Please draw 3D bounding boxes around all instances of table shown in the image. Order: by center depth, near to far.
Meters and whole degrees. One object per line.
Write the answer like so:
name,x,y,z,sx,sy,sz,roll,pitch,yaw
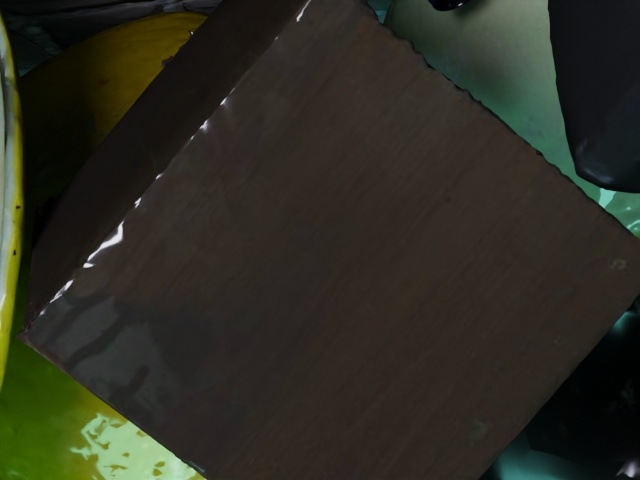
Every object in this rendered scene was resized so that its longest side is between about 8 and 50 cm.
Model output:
table,0.000,0.000,0.730,0.172,0.169,0.193,39,-174,-15

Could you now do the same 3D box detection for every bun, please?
bun,0.177,-0.064,0.916,0.283,0.179,0.283,-8,172,-1

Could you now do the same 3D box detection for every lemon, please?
lemon,-0.082,0.015,0.952,0.284,0.260,0.260,-51,-165,-28

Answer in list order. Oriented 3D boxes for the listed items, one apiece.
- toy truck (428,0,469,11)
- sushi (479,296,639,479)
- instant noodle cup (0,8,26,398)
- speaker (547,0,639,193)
toy truck,0.078,-0.144,0.783,0.090,0.056,0.073,-19,163,5
sushi,0.222,0.027,1.161,0.285,0.328,0.329,-26,148,25
instant noodle cup,-0.301,0.014,0.798,0.254,0.325,0.325,11,163,-28
speaker,0.243,-0.119,0.669,0.388,0.180,0.184,0,164,-28
